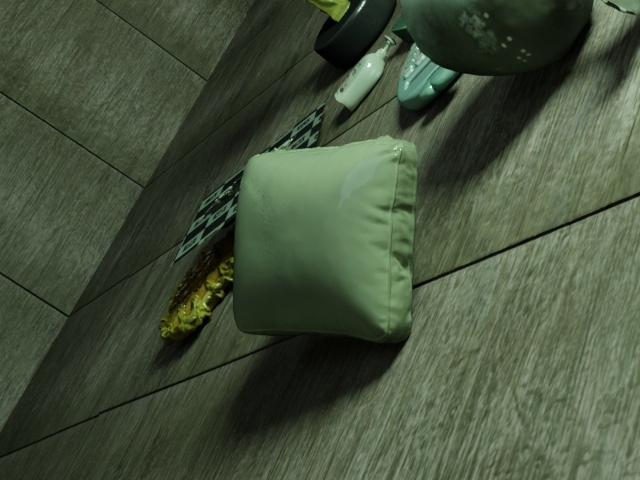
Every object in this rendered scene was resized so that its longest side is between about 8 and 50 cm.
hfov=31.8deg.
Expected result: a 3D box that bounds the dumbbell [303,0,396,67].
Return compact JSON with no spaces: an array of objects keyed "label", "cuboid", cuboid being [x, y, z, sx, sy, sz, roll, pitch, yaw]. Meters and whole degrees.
[{"label":"dumbbell","cuboid":[-0.022,-0.521,2.293,0.204,0.322,0.204,-48,18,21]}]

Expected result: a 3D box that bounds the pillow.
[{"label":"pillow","cuboid":[0.000,0.000,1.424,0.322,0.120,0.255,0,86,50]}]

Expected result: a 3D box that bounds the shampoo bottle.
[{"label":"shampoo bottle","cuboid":[0.088,-0.312,2.078,0.152,0.045,0.077,-49,18,17]}]

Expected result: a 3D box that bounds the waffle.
[{"label":"waffle","cuboid":[-0.213,0.079,2.136,0.291,0.051,0.291,-45,20,21]}]

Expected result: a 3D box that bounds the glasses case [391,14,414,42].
[{"label":"glasses case","cuboid":[0.203,-0.443,2.027,0.184,0.039,0.078,-56,17,-5]}]

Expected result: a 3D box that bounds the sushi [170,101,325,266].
[{"label":"sushi","cuboid":[-0.112,-0.094,2.145,0.343,0.064,0.359,-37,14,17]}]

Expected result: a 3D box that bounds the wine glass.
[{"label":"wine glass","cuboid":[0.256,-0.326,1.357,0.323,0.238,0.238,-9,48,55]}]

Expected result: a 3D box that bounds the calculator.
[{"label":"calculator","cuboid":[0.190,-0.294,1.780,0.184,0.042,0.295,-46,16,26]}]
